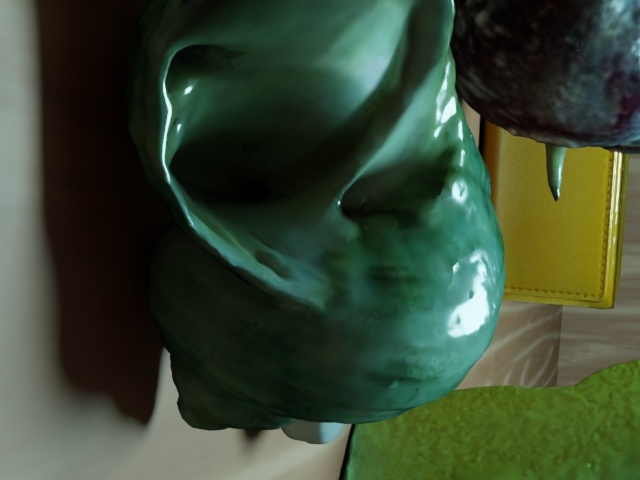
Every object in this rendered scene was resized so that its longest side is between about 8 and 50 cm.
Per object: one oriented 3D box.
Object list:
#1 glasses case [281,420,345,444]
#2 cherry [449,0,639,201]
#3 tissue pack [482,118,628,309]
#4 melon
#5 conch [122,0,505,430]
[{"bbox_3d":[0.000,0.000,0.707,0.076,0.049,0.197,-48,140,-69],"label":"glasses case"},{"bbox_3d":[0.212,-0.179,1.177,0.255,0.218,0.296,-6,118,-68],"label":"cherry"},{"bbox_3d":[0.240,-0.087,1.505,0.194,0.145,0.275,-27,121,-73],"label":"tissue pack"},{"bbox_3d":[0.175,0.132,0.966,0.196,0.323,0.124,29,46,-78],"label":"melon"},{"bbox_3d":[-0.006,-0.018,0.532,0.176,0.121,0.188,-10,103,-55],"label":"conch"}]
